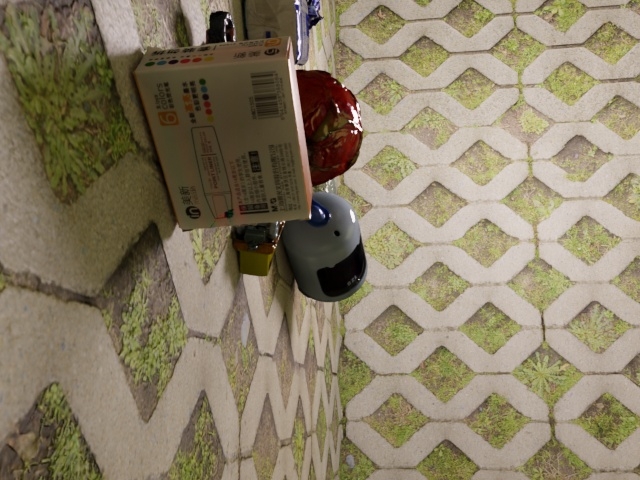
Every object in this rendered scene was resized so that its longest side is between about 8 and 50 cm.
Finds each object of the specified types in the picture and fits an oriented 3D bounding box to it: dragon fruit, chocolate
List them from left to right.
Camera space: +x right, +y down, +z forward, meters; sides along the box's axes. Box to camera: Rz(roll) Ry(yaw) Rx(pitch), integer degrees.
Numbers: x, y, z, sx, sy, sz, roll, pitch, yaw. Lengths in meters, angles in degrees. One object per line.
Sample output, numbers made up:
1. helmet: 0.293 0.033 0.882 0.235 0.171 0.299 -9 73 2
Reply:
1. chocolate: -0.060 -0.654 1.897 0.343 0.149 0.126 -92 167 -54
2. dragon fruit: -0.037 -0.260 1.497 0.342 0.278 0.277 -99 -179 -53

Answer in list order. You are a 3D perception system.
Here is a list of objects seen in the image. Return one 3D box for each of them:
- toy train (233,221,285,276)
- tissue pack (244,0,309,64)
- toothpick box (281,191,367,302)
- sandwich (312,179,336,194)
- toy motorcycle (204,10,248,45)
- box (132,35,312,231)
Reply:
1. toy train: -0.133 -0.007 1.422 0.219 0.089 0.127 -78 174 -63
2. tissue pack: -0.105 -0.541 1.618 0.269 0.137 0.209 -78 164 -74
3. toothpick box: 0.000 0.000 1.924 0.354 0.263 0.263 75 15 -56
4. sandwich: -0.009 -0.121 2.201 0.262 0.131 0.325 -78 163 -57
5. toy motorcycle: -0.174 -0.254 1.158 0.171 0.089 0.298 58 29 -77
6. box: -0.133 -0.150 0.957 0.091 0.221 0.273 -88 174 -54
